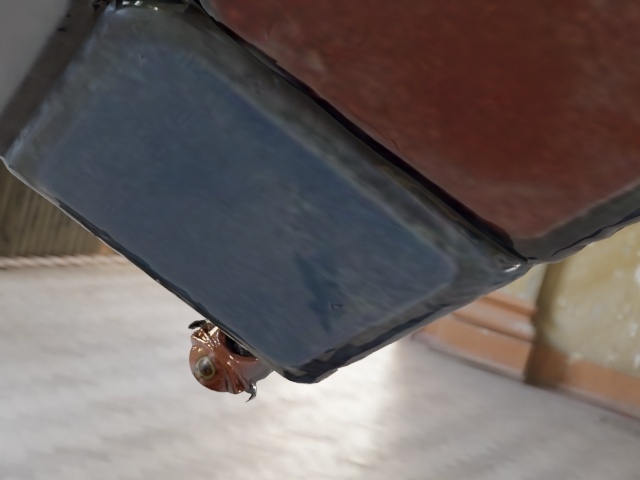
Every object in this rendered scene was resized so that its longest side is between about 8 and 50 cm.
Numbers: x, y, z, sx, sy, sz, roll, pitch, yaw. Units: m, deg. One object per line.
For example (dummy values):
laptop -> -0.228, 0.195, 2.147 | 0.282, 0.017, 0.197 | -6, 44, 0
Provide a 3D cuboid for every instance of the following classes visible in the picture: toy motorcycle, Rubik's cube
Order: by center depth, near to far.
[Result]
Rubik's cube -> 0.012, -0.184, 0.450 | 0.316, 0.318, 0.313 | 37, -33, -13
toy motorcycle -> -0.054, 0.082, 1.147 | 0.084, 0.118, 0.212 | 49, 1, 8
